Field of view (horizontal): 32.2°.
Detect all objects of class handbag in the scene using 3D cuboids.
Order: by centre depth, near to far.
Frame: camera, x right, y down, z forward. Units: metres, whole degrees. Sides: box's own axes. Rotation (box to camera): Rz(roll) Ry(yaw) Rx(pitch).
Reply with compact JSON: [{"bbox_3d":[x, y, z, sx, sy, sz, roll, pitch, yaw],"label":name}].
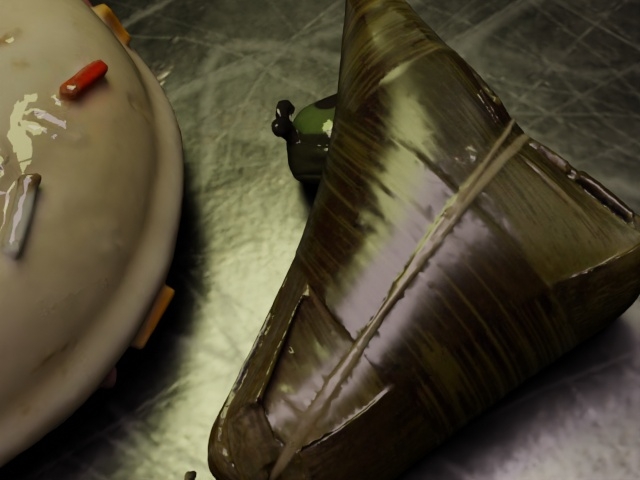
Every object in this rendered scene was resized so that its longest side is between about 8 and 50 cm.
[{"bbox_3d":[0.030,-0.066,0.645,0.111,0.047,0.072,-11,23,5],"label":"handbag"}]

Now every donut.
[{"bbox_3d":[-0.265,-0.030,0.622,0.383,0.142,0.382,-5,56,7],"label":"donut"}]

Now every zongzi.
[{"bbox_3d":[0.000,0.000,0.555,0.248,0.111,0.241,-36,73,-13],"label":"zongzi"}]
